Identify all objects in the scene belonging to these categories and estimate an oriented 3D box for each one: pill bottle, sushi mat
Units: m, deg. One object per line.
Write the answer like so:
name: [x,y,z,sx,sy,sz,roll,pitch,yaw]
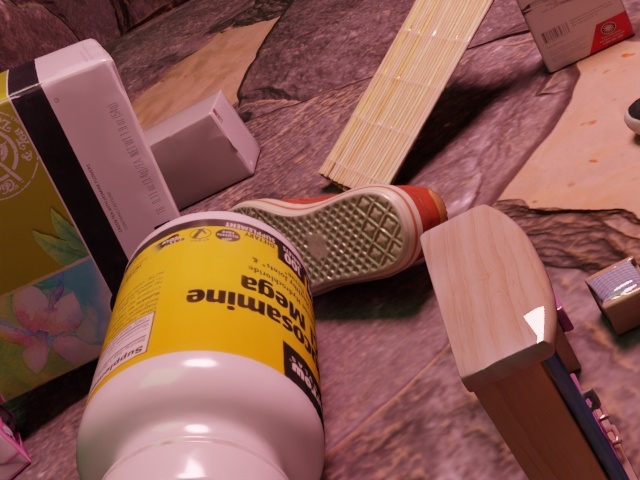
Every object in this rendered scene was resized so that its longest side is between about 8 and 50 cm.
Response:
pill bottle: [-0.092,0.127,0.676,0.188,0.188,0.334,-28,28,11]
sushi mat: [0.109,-0.200,1.039,0.151,0.019,0.316,28,88,53]

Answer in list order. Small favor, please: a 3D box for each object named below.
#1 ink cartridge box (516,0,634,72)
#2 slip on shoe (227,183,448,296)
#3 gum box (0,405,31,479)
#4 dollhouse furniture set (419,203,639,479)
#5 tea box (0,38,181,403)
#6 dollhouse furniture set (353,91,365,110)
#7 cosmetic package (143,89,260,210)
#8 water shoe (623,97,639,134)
ink cartridge box: [0.297,-0.299,0.991,0.109,0.150,0.063,-23,28,20]
slip on shoe: [0.000,0.000,0.896,0.101,0.123,0.331,-14,2,-43]
gum box: [-0.431,0.275,0.947,0.188,0.062,0.107,-42,28,-16]
dollhouse furniture set: [0.240,0.012,0.485,0.303,0.198,0.286,-27,27,12]
tea box: [-0.349,-0.029,1.007,0.324,0.328,0.220,-26,26,-10]
dollhouse furniture set: [0.100,-0.209,1.165,0.076,0.058,0.151,-9,36,40]
cosmetic package: [-0.230,-0.129,1.327,0.238,0.127,0.107,-24,29,16]
water shoe: [0.370,-0.149,0.739,0.203,0.080,0.073,-6,37,43]
